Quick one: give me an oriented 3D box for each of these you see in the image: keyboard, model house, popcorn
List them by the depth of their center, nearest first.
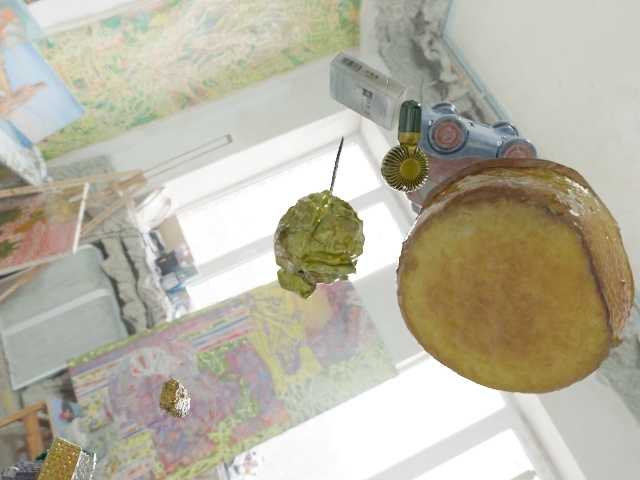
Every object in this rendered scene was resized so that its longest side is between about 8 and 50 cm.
[{"bbox_3d":[-0.423,0.354,0.744,0.100,0.100,0.088,82,11,-50],"label":"model house"},{"bbox_3d":[-0.005,0.011,1.032,0.181,0.217,0.235,37,-19,-27],"label":"popcorn"},{"bbox_3d":[0.034,-0.157,1.093,0.198,0.010,0.064,101,4,-69],"label":"keyboard"}]

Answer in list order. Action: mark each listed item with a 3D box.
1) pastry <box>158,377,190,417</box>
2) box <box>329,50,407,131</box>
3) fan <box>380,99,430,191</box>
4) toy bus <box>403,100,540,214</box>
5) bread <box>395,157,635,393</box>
[{"bbox_3d":[-0.351,0.384,1.166,0.140,0.056,0.080,99,-3,-64],"label":"pastry"},{"bbox_3d":[0.142,-0.454,1.482,0.242,0.067,0.155,34,-19,14],"label":"box"},{"bbox_3d":[0.148,-0.159,0.820,0.039,0.082,0.155,-128,-141,-76],"label":"fan"},{"bbox_3d":[0.292,-0.144,1.008,0.197,0.293,0.232,-70,177,-64],"label":"toy bus"},{"bbox_3d":[0.238,0.049,0.634,0.172,0.312,0.313,-30,98,-58],"label":"bread"}]
